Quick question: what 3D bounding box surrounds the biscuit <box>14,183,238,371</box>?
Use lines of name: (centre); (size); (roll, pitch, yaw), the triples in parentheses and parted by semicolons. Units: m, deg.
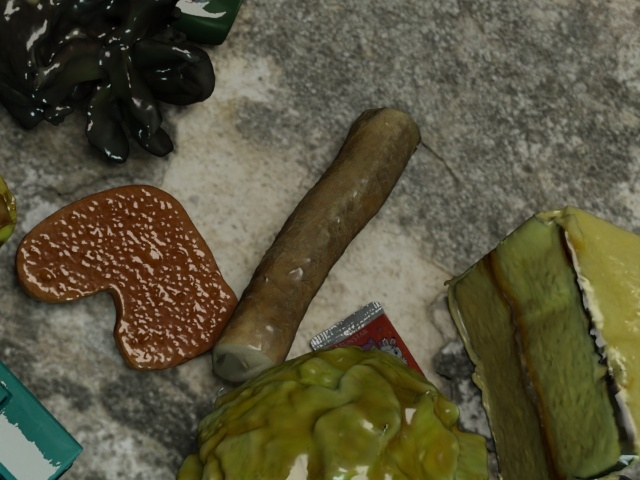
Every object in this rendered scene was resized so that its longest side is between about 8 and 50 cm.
biscuit: (-0.189, 0.044, 1.505); (0.186, 0.036, 0.192); (-28, 84, -30)

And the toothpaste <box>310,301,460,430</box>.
toothpaste: (0.089, 0.174, 1.560); (0.089, 0.057, 0.234); (-30, 75, -24)

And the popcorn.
popcorn: (0.019, 0.224, 1.407); (0.282, 0.247, 0.282); (12, 68, -31)

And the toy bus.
toy bus: (-0.296, 0.161, 1.393); (0.160, 0.092, 0.079); (47, 61, 1)

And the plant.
plant: (-0.238, -0.198, 1.501); (0.276, 0.199, 0.188); (39, 68, 1)

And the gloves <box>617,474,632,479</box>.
gloves: (0.267, 0.318, 1.548); (0.285, 0.119, 0.142); (-27, 113, -30)

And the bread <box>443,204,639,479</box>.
bread: (0.223, 0.124, 1.509); (0.198, 0.263, 0.236); (19, 66, -10)

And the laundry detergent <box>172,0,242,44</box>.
laundry detergent: (-0.178, -0.296, 1.627); (0.211, 0.063, 0.137); (24, 62, -8)

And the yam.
yam: (0.000, 0.000, 1.556); (0.081, 0.081, 0.357); (34, 58, -6)

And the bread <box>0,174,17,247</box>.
bread: (-0.371, 0.005, 1.353); (0.181, 0.222, 0.096); (-20, 82, -35)
